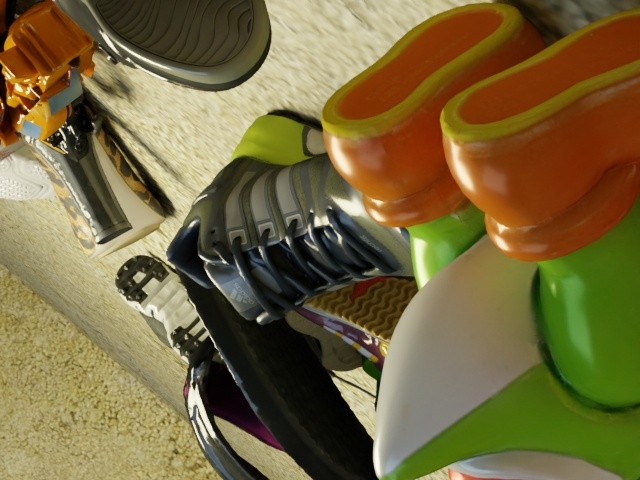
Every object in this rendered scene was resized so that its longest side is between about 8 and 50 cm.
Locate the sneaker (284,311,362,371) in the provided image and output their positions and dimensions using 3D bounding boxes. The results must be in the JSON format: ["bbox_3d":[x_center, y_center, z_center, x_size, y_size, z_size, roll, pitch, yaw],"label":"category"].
[{"bbox_3d":[0.011,0.055,1.113,0.158,0.061,0.065,54,-166,-56],"label":"sneaker"}]

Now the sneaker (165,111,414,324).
[{"bbox_3d":[0.000,0.000,0.809,0.111,0.121,0.300,48,165,-18],"label":"sneaker"}]

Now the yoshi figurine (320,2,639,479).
[{"bbox_3d":[0.158,0.066,0.582,0.203,0.203,0.362,-14,115,25],"label":"yoshi figurine"}]

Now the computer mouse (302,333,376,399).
[{"bbox_3d":[0.025,0.116,1.271,0.242,0.041,0.071,34,173,9],"label":"computer mouse"}]

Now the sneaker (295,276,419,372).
[{"bbox_3d":[0.034,0.057,0.991,0.185,0.069,0.084,31,156,44],"label":"sneaker"}]

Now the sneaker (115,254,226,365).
[{"bbox_3d":[-0.151,0.106,1.637,0.234,0.078,0.106,36,168,40],"label":"sneaker"}]

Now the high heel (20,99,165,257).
[{"bbox_3d":[-0.236,-0.080,1.366,0.186,0.093,0.261,62,175,2],"label":"high heel"}]

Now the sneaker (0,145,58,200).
[{"bbox_3d":[-0.380,-0.142,1.497,0.268,0.153,0.101,11,153,-15],"label":"sneaker"}]

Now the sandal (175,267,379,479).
[{"bbox_3d":[-0.020,0.180,1.120,0.446,0.107,0.167,57,-174,-38],"label":"sandal"}]

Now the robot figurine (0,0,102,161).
[{"bbox_3d":[-0.260,-0.160,1.097,0.211,0.085,0.291,54,161,-1],"label":"robot figurine"}]

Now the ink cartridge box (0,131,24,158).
[{"bbox_3d":[-0.446,-0.104,1.307,0.197,0.270,0.198,56,179,-7],"label":"ink cartridge box"}]

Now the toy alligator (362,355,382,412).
[{"bbox_3d":[0.084,0.139,1.138,0.051,0.056,0.190,-8,143,17],"label":"toy alligator"}]

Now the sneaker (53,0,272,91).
[{"bbox_3d":[-0.085,-0.131,0.785,0.222,0.083,0.118,38,174,38],"label":"sneaker"}]
